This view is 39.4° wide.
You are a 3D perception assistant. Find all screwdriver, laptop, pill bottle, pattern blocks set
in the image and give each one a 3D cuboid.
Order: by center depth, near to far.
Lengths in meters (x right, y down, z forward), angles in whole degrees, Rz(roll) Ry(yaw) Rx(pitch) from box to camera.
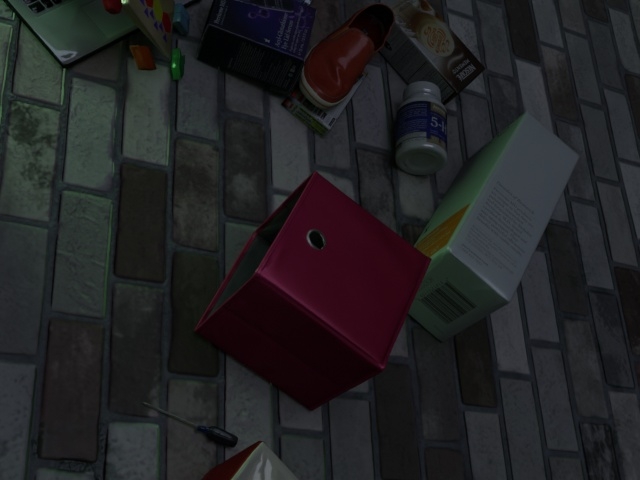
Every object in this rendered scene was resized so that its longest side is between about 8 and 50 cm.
[{"bbox_3d":[-0.213,0.301,1.457,0.169,0.024,0.025,22,85,-13],"label":"screwdriver"},{"bbox_3d":[-0.319,-0.439,1.636,0.026,0.325,0.286,-6,57,15],"label":"pattern blocks set"},{"bbox_3d":[-0.435,-0.603,1.654,0.408,0.236,0.382,49,52,0],"label":"laptop"},{"bbox_3d":[0.219,-0.247,1.937,0.112,0.112,0.187,17,58,-23],"label":"pill bottle"}]

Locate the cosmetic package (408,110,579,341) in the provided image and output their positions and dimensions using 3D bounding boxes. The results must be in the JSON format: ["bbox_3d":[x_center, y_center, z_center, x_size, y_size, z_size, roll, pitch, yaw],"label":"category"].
[{"bbox_3d":[0.337,-0.035,1.824,0.161,0.230,0.453,40,51,-6],"label":"cosmetic package"}]

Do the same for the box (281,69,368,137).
[{"bbox_3d":[0.012,-0.324,1.901,0.114,0.036,0.207,38,52,-8],"label":"box"}]

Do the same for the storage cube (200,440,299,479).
[{"bbox_3d":[-0.115,0.444,1.327,0.215,0.193,0.183,47,52,0],"label":"storage cube"}]

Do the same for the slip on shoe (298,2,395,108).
[{"bbox_3d":[0.058,-0.397,1.880,0.123,0.101,0.331,42,53,-7],"label":"slip on shoe"}]

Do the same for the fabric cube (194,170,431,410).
[{"bbox_3d":[-0.013,0.092,1.530,0.258,0.259,0.254,37,52,-9],"label":"fabric cube"}]

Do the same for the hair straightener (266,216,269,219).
[{"bbox_3d":[0.000,0.000,1.719,0.230,0.047,0.089,16,58,-23],"label":"hair straightener"}]

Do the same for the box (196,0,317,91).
[{"bbox_3d":[-0.128,-0.416,1.803,0.207,0.108,0.153,18,57,-12],"label":"box"}]

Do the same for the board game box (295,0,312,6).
[{"bbox_3d":[-0.034,-0.602,2.004,0.194,0.060,0.194,33,53,-11],"label":"board game box"}]

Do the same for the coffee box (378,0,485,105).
[{"bbox_3d":[0.241,-0.434,2.056,0.246,0.098,0.141,48,52,-1],"label":"coffee box"}]
